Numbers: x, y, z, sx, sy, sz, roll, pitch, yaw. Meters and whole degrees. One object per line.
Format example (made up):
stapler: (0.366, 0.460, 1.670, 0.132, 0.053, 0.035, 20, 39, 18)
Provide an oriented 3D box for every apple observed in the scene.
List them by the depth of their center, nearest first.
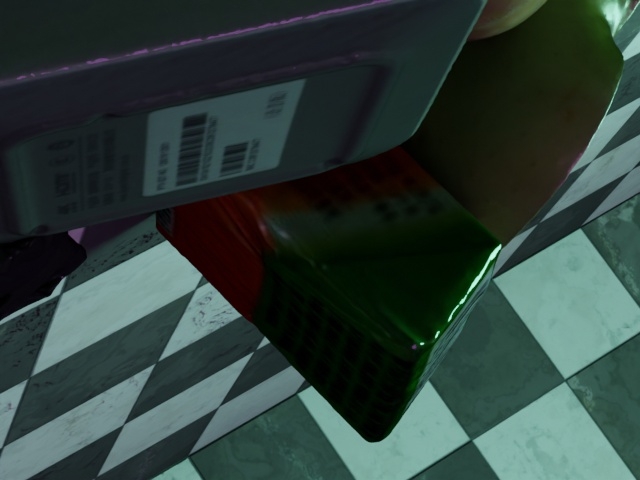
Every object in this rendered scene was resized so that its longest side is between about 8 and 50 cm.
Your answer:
apple: (0.201, -0.157, 1.793, 0.320, 0.312, 0.360, -16, 167, -26)

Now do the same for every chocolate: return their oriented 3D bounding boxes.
chocolate: (0.000, 0.000, 1.778, 0.161, 0.341, 0.360, -42, 169, -16)

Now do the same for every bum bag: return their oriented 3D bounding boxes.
bum bag: (-0.291, 0.013, 1.684, 0.123, 0.060, 0.248, -34, 166, -3)

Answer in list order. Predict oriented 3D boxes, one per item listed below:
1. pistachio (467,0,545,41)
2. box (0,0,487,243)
pistachio: (0.151, -0.279, 1.535, 0.181, 0.162, 0.293, -45, 172, -49)
box: (-0.102, -0.109, 1.291, 0.396, 0.111, 0.396, -14, 168, -9)
